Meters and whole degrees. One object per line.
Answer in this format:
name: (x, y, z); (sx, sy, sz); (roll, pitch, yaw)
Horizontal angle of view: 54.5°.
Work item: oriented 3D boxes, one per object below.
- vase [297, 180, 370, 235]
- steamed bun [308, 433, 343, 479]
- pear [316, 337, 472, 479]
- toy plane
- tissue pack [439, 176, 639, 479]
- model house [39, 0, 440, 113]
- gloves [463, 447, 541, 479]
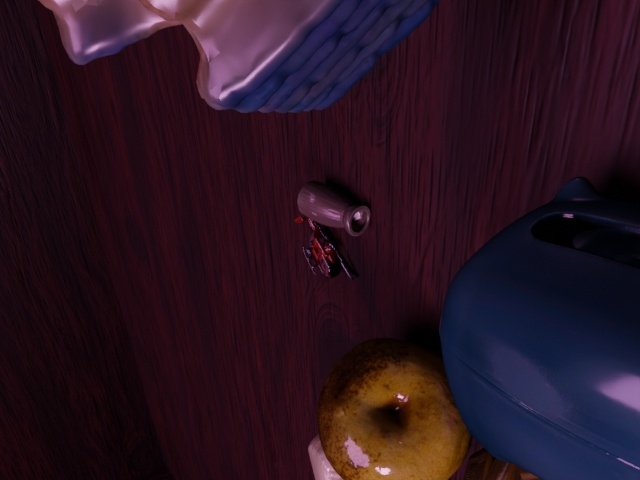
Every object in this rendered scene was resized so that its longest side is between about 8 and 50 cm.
vase: (0.018, -0.043, 0.841); (0.100, 0.053, 0.053); (28, 134, 42)
steamed bun: (0.081, 0.365, 0.940); (0.152, 0.169, 0.239); (174, 73, -80)
pear: (0.092, 0.225, 0.786); (0.197, 0.197, 0.197); (38, 141, 40)
toy plane: (0.000, 0.000, 0.918); (0.060, 0.037, 0.145); (-26, 90, 57)
tissue pack: (0.230, 0.082, 0.439); (0.287, 0.198, 0.206); (25, 133, 52)
model house: (-0.040, -0.304, 0.385); (0.395, 0.400, 0.445); (-46, 47, 21)
gloves: (0.244, 0.235, 0.584); (0.141, 0.154, 0.331); (59, 157, 9)
